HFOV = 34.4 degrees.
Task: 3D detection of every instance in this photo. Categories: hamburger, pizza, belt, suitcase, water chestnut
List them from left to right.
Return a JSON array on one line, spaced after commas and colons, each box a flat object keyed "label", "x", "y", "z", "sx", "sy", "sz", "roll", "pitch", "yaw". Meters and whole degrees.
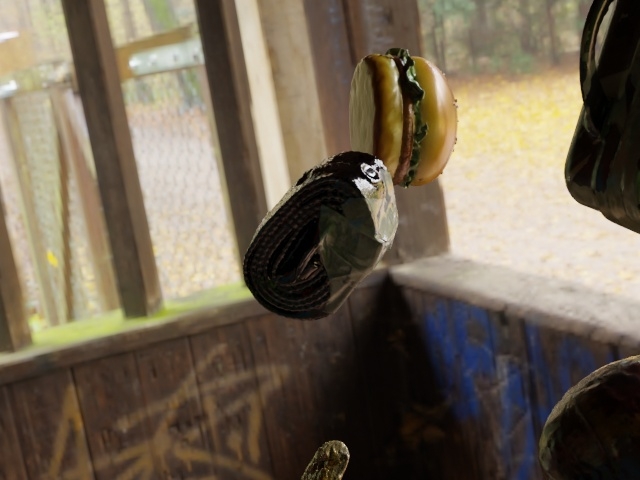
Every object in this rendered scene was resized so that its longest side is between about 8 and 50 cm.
[{"label": "pizza", "x": -0.013, "y": 0.428, "z": 1.764, "sx": 0.062, "sy": 0.161, "sz": 0.182, "roll": 23, "pitch": -25, "yaw": -5}, {"label": "belt", "x": 0.000, "y": 0.000, "z": 1.609, "sx": 0.289, "sy": 0.184, "sz": 0.164, "roll": -51, "pitch": 3, "yaw": 33}, {"label": "hamburger", "x": 0.147, "y": -0.207, "z": 1.759, "sx": 0.170, "sy": 0.246, "sz": 0.246, "roll": 0, "pitch": 9, "yaw": -11}, {"label": "water chestnut", "x": 0.405, "y": 0.268, "z": 1.269, "sx": 0.289, "sy": 0.289, "sz": 0.244, "roll": -3, "pitch": 31, "yaw": 30}, {"label": "suitcase", "x": 0.389, "y": -0.161, "z": 1.029, "sx": 0.339, "sy": 0.351, "sz": 0.194, "roll": 16, "pitch": 2, "yaw": -45}]
